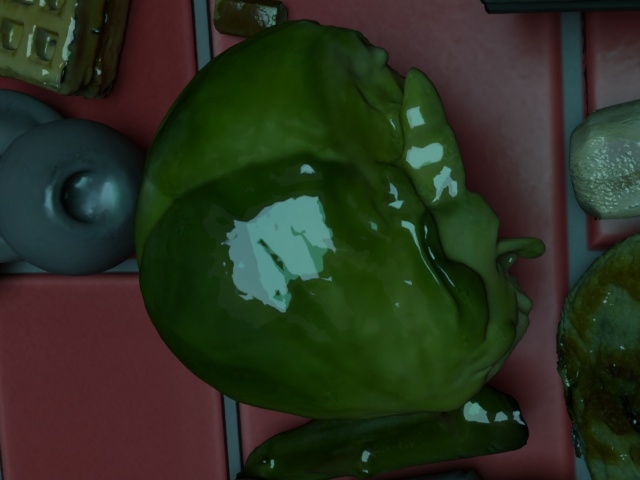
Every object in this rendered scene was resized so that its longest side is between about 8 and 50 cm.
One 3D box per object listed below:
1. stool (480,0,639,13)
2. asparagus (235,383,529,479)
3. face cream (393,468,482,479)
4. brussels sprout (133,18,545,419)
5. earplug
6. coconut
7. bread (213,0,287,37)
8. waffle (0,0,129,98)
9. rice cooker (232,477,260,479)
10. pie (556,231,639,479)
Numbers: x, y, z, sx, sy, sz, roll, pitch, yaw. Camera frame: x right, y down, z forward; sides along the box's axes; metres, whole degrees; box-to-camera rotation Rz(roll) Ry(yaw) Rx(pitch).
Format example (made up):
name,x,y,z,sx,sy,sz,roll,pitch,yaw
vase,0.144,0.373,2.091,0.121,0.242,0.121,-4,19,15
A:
name,x,y,z,sx,sy,sz,roll,pitch,yaw
stool,0.295,-0.296,0.459,0.330,0.297,0.296,10,99,17
asparagus,0.056,0.210,0.715,0.343,0.085,0.082,-23,111,30
face cream,0.131,0.283,0.681,0.252,0.101,0.101,-19,88,23
brussels sprout,0.000,0.000,0.622,0.371,0.276,0.315,45,97,5
earplug,-0.340,-0.067,0.795,0.326,0.175,0.214,14,86,20
coconut,0.281,-0.066,0.580,0.125,0.110,0.110,-5,94,30
bread,-0.078,-0.245,0.746,0.083,0.036,0.046,17,105,22
waffle,-0.330,-0.374,0.794,0.261,0.114,0.375,22,103,20
rice cooker,-0.079,0.363,0.751,0.145,0.127,0.206,15,114,18
pie,0.317,0.129,0.552,0.303,0.067,0.302,18,112,52
